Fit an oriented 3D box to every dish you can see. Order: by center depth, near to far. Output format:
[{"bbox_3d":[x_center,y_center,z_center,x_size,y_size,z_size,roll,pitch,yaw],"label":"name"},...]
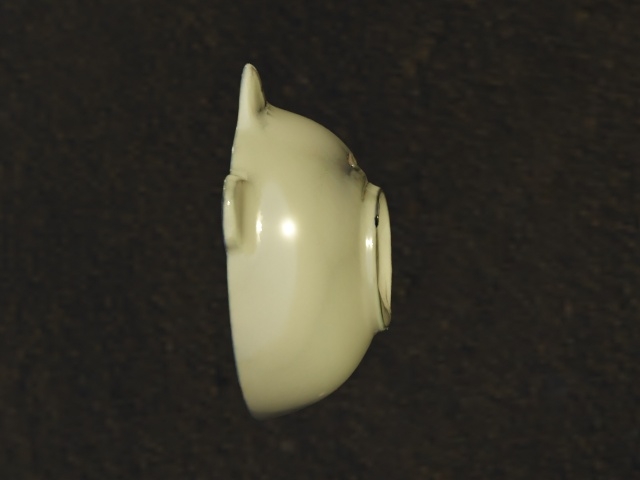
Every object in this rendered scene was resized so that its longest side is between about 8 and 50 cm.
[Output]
[{"bbox_3d":[0.000,0.000,1.211,0.086,0.236,0.228,-1,97,8],"label":"dish"}]
